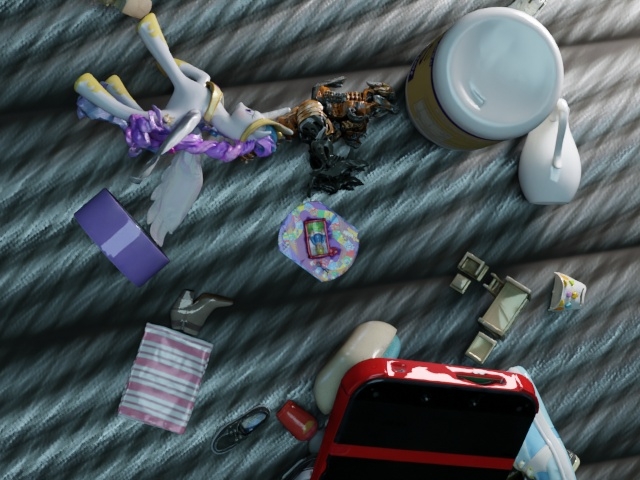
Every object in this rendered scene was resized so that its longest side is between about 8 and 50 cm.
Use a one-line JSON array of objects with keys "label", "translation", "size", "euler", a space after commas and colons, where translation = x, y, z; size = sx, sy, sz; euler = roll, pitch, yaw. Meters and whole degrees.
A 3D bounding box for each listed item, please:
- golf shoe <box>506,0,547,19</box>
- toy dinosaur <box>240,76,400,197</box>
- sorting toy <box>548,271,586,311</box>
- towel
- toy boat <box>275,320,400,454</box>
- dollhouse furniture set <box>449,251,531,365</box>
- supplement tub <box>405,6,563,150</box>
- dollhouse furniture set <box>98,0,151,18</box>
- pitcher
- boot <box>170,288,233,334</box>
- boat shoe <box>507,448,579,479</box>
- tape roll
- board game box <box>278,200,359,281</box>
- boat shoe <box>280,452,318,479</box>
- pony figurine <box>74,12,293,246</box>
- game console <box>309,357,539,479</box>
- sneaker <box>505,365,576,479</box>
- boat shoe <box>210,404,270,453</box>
[{"label": "golf shoe", "translation": [0.427, -0.481, 1.959], "size": [0.069, 0.086, 0.176], "euler": [30, 88, -8]}, {"label": "toy dinosaur", "translation": [0.006, -0.210, 1.894], "size": [0.322, 0.164, 0.218], "euler": [-22, 78, 16]}, {"label": "sorting toy", "translation": [0.531, 0.115, 1.999], "size": [0.075, 0.045, 0.083], "euler": [10, 89, -27]}, {"label": "towel", "translation": [-0.310, 0.277, 1.883], "size": [0.144, 0.029, 0.197], "euler": [19, 89, -8]}, {"label": "toy boat", "translation": [0.052, 0.301, 1.855], "size": [0.148, 0.267, 0.318], "euler": [42, 116, 2]}, {"label": "dollhouse furniture set", "translation": [0.322, 0.146, 1.958], "size": [0.161, 0.101, 0.181], "euler": [34, 86, 18]}, {"label": "supplement tub", "translation": [0.299, -0.298, 1.816], "size": [0.241, 0.331, 0.240], "euler": [0, 90, -8]}, {"label": "dollhouse furniture set", "translation": [-0.378, -0.576, 1.823], "size": [0.212, 0.161, 0.242], "euler": [33, 102, 13]}, {"label": "pitcher", "translation": [0.472, -0.180, 1.917], "size": [0.126, 0.178, 0.207], "euler": [0, 89, 3]}, {"label": "boot", "translation": [-0.242, 0.148, 1.893], "size": [0.119, 0.042, 0.086], "euler": [13, 94, -6]}, {"label": "boat shoe", "translation": [0.434, 0.496, 1.960], "size": [0.224, 0.080, 0.073], "euler": [-32, 99, -2]}, {"label": "tape roll", "translation": [-0.378, -0.005, 1.797], "size": [0.080, 0.189, 0.189], "euler": [-40, 95, -6]}, {"label": "board game box", "translation": [0.000, 0.000, 1.926], "size": [0.169, 0.033, 0.133], "euler": [37, 86, -6]}, {"label": "boat shoe", "translation": [-0.085, 0.546, 1.876], "size": [0.113, 0.105, 0.306], "euler": [28, 111, -14]}, {"label": "pony figurine", "translation": [-0.279, -0.214, 1.781], "size": [0.364, 0.302, 0.351], "euler": [36, 67, 10]}, {"label": "game console", "translation": [0.193, 0.379, 1.759], "size": [0.387, 0.060, 0.341], "euler": [9, 119, -15]}, {"label": "sneaker", "translation": [0.378, 0.431, 1.899], "size": [0.208, 0.127, 0.318], "euler": [-20, 59, -3]}, {"label": "boat shoe", "translation": [-0.162, 0.381, 1.899], "size": [0.142, 0.040, 0.049], "euler": [-37, 95, -6]}]
